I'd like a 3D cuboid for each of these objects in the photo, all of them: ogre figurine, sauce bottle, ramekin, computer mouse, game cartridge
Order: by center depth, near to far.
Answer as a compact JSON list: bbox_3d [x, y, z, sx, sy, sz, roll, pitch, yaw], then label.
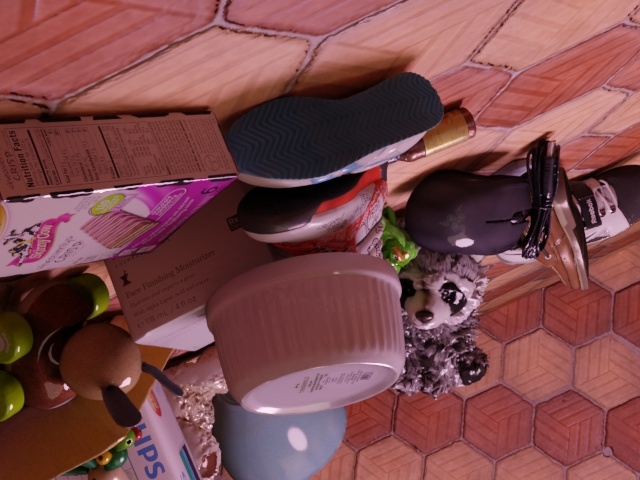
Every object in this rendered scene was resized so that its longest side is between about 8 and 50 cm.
[{"bbox_3d":[-0.010,0.103,1.047,0.207,0.109,0.207,-10,156,-4],"label":"ramekin"},{"bbox_3d":[0.116,-0.116,1.179,0.128,0.042,0.042,-22,166,-13],"label":"sauce bottle"},{"bbox_3d":[0.246,-0.045,1.456,0.272,0.189,0.072,-6,-160,-31],"label":"computer mouse"},{"bbox_3d":[0.064,0.012,1.457,0.118,0.097,0.197,-34,122,17],"label":"ogre figurine"},{"bbox_3d":[0.290,-0.102,1.594,0.056,0.017,0.083,-17,165,-43],"label":"game cartridge"}]

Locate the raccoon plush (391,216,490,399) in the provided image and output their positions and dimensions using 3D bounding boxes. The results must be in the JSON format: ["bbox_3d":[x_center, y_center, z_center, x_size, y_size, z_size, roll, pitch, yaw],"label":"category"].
[{"bbox_3d":[0.154,0.048,1.715,0.216,0.299,0.446,-2,-154,-10],"label":"raccoon plush"}]

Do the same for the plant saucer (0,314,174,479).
[{"bbox_3d":[-0.366,0.219,1.317,0.332,0.081,0.333,-28,-167,13],"label":"plant saucer"}]

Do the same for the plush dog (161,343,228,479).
[{"bbox_3d":[-0.268,0.329,1.896,0.210,0.263,0.225,8,154,3],"label":"plush dog"}]

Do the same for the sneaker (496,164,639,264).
[{"bbox_3d":[0.474,-0.046,1.900,0.330,0.123,0.146,-28,168,10],"label":"sneaker"}]

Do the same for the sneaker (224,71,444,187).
[{"bbox_3d":[0.008,-0.093,0.983,0.228,0.087,0.092,-16,167,-27],"label":"sneaker"}]

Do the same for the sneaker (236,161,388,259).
[{"bbox_3d":[0.001,0.000,1.059,0.090,0.145,0.270,10,-160,22],"label":"sneaker"}]

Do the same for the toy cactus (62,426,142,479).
[{"bbox_3d":[-0.332,0.306,1.457,0.218,0.112,0.180,-21,126,21],"label":"toy cactus"}]

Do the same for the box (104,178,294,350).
[{"bbox_3d":[-0.120,0.032,1.155,0.181,0.119,0.182,-27,165,10],"label":"box"}]

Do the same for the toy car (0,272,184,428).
[{"bbox_3d":[-0.246,0.142,1.100,0.155,0.188,0.149,-33,144,-57],"label":"toy car"}]

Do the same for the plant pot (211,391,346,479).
[{"bbox_3d":[-0.113,0.345,2.126,0.290,0.290,0.195,-25,130,2],"label":"plant pot"}]

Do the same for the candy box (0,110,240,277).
[{"bbox_3d":[-0.205,-0.036,0.852,0.233,0.071,0.159,-10,161,-46],"label":"candy box"}]

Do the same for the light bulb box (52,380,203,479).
[{"bbox_3d":[-0.378,0.420,1.621,0.361,0.358,0.225,-24,178,-2],"label":"light bulb box"}]

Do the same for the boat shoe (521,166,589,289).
[{"bbox_3d":[0.400,-0.016,1.776,0.104,0.111,0.307,-10,138,19],"label":"boat shoe"}]
